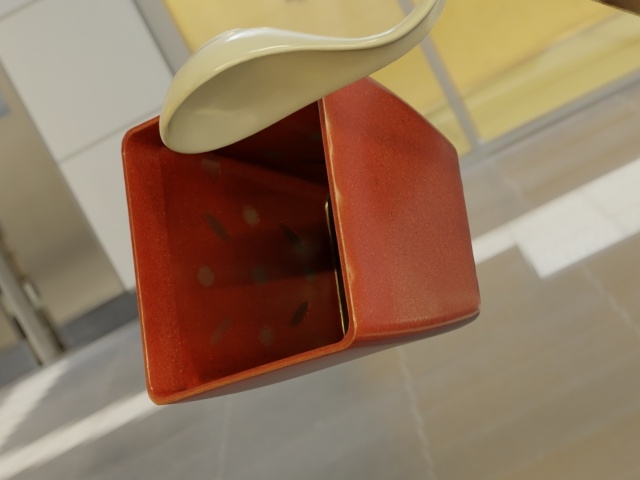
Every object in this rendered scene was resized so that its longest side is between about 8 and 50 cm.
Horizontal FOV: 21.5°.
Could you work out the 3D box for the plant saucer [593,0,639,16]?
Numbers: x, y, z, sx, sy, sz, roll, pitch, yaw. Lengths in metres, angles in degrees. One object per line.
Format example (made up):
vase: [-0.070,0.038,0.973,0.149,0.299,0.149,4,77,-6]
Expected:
plant saucer: [0.418,-0.235,1.767,0.310,0.050,0.310,17,11,-3]

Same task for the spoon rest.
spoon rest: [-0.007,-0.151,1.334,0.276,0.084,0.137,-35,-20,-1]

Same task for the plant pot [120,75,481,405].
plant pot: [0.000,0.000,1.569,0.236,0.267,0.267,6,-20,-45]
